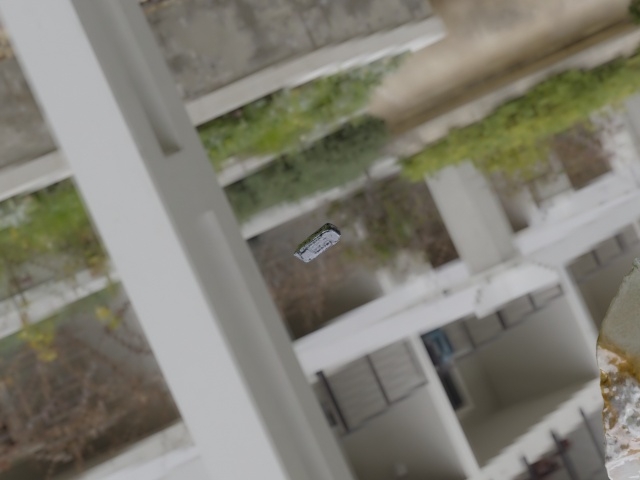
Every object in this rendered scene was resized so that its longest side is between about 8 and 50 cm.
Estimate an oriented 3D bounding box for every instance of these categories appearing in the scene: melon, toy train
[{"bbox_3d":[0.253,0.122,1.021,0.139,0.202,0.093,14,-150,38],"label":"melon"},{"bbox_3d":[0.000,0.000,1.301,0.017,0.017,0.083,-63,-167,-26],"label":"toy train"}]
